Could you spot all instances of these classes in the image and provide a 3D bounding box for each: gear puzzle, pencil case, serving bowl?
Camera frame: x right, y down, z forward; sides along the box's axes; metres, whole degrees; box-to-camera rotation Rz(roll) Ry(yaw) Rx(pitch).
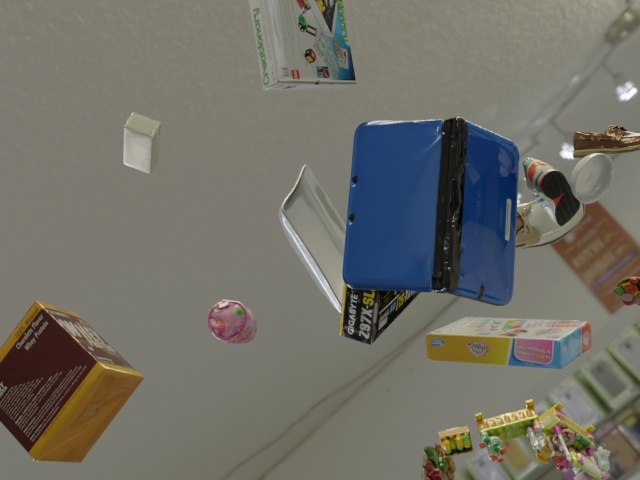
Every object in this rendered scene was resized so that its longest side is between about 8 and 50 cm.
[{"bbox_3d":[0.255,0.498,1.756,0.044,0.176,0.339,-25,4,12],"label":"gear puzzle"},{"bbox_3d":[-0.250,0.236,2.541,0.124,0.124,0.284,-36,-8,-3],"label":"pencil case"},{"bbox_3d":[0.428,-0.102,1.416,0.083,0.027,0.083,-14,-60,-26],"label":"serving bowl"}]

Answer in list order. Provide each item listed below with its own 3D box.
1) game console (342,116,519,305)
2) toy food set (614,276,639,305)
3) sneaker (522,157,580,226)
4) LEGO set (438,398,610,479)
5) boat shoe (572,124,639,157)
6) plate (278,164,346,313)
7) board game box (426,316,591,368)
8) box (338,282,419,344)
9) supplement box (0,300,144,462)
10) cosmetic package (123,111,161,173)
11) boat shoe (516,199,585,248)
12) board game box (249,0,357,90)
[{"bbox_3d":[0.193,-0.046,1.503,0.250,0.293,0.173,15,-15,-40],"label":"game console"},{"bbox_3d":[0.688,0.112,1.937,0.082,0.083,0.020,-36,20,46],"label":"toy food set"},{"bbox_3d":[0.391,-0.089,1.521,0.057,0.075,0.161,-43,-41,3],"label":"sneaker"},{"bbox_3d":[0.331,0.327,1.357,0.286,0.107,0.132,14,-59,-15],"label":"LEGO set"},{"bbox_3d":[0.600,-0.207,1.811,0.177,0.060,0.064,-5,4,35],"label":"boat shoe"},{"bbox_3d":[0.000,0.000,1.910,0.045,0.277,0.278,-26,17,21],"label":"plate"},{"bbox_3d":[0.438,0.232,2.057,0.316,0.064,0.242,-1,5,33],"label":"board game box"},{"bbox_3d":[0.145,0.023,1.770,0.322,0.079,0.257,-37,-42,-56],"label":"box"},{"bbox_3d":[-0.453,0.245,1.532,0.191,0.194,0.129,-53,-25,0],"label":"supplement box"},{"bbox_3d":[-0.331,-0.180,1.646,0.115,0.060,0.041,114,178,-57],"label":"cosmetic package"},{"bbox_3d":[0.465,-0.031,2.068,0.302,0.113,0.103,-23,-13,22],"label":"boat shoe"},{"bbox_3d":[-0.040,-0.432,1.645,0.192,0.306,0.053,-7,-4,-40],"label":"board game box"}]
